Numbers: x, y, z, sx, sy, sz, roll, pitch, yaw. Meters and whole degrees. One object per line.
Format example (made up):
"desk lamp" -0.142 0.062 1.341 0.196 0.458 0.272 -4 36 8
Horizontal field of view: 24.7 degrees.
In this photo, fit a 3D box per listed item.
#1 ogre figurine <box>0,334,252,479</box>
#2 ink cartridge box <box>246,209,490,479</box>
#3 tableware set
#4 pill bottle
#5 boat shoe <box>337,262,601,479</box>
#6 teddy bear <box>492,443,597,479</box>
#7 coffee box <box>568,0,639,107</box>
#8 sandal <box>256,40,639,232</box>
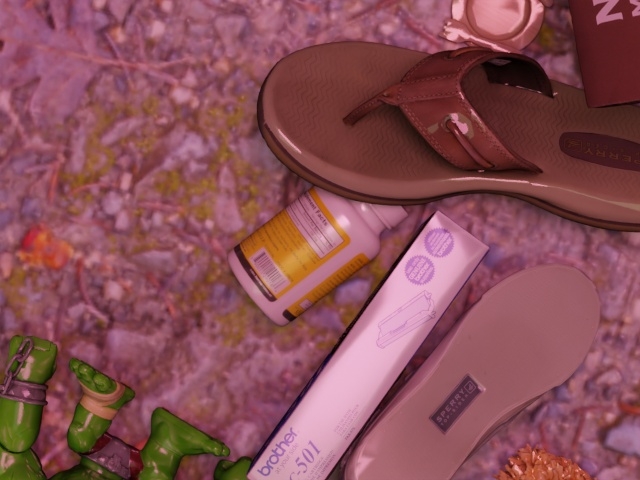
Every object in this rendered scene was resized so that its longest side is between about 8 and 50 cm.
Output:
"ogre figurine" -0.144 0.159 0.993 0.197 0.097 0.118 35 81 -32
"ink cartridge box" 0.029 0.079 0.959 0.046 0.097 0.207 35 86 2
"tableware set" 0.119 -0.216 0.989 0.141 0.020 0.168 37 94 0
"pill bottle" 0.000 0.000 0.986 0.116 0.065 0.065 -37 91 5
"boat shoe" 0.093 0.098 0.977 0.227 0.081 0.079 -41 92 -22
"teddy bear" 0.160 0.251 0.949 0.338 0.113 0.245 15 58 9
"coffee box" 0.271 -0.182 0.847 0.119 0.297 0.168 -5 97 47
"sandal" 0.111 -0.083 0.946 0.303 0.086 0.120 7 59 -3
